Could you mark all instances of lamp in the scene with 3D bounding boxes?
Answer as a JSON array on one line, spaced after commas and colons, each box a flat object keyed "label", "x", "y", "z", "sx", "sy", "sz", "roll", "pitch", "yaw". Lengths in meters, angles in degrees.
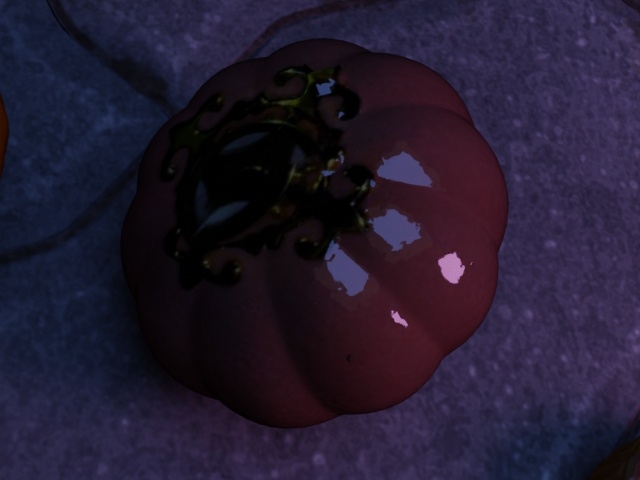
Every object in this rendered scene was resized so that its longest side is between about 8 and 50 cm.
[{"label": "lamp", "x": 0.000, "y": 0.000, "z": 0.883, "sx": 0.305, "sy": 0.239, "sz": 0.305, "roll": -12, "pitch": 58, "yaw": 21}]

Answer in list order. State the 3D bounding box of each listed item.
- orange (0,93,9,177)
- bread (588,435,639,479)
[{"label": "orange", "x": -0.348, "y": -0.069, "z": 0.826, "sx": 0.240, "sy": 0.171, "sz": 0.240, "roll": 6, "pitch": 64, "yaw": -13}, {"label": "bread", "x": 0.312, "y": 0.247, "z": 0.954, "sx": 0.199, "sy": 0.104, "sz": 0.199, "roll": 6, "pitch": 67, "yaw": -15}]
